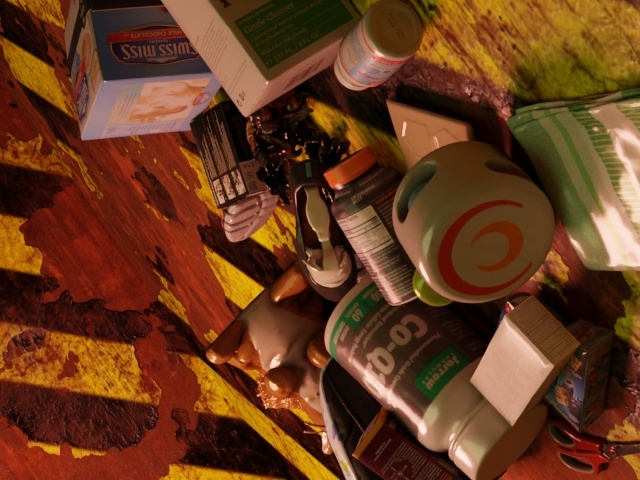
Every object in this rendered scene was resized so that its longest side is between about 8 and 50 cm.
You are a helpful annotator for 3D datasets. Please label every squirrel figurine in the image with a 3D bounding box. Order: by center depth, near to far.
[{"bbox_3d":[-0.028,0.274,2.307,0.370,0.281,0.397,45,172,-2],"label":"squirrel figurine"}]

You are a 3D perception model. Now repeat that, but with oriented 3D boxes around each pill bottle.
[{"bbox_3d":[0.076,-0.268,1.477,0.087,0.087,0.160,55,159,0],"label":"pill bottle"},{"bbox_3d":[0.104,-0.029,1.700,0.245,0.130,0.130,58,158,-7],"label":"pill bottle"},{"bbox_3d":[0.193,0.224,1.777,0.361,0.204,0.204,41,154,30],"label":"pill bottle"}]

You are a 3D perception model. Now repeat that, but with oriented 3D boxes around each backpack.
[{"bbox_3d":[0.136,0.349,1.992,0.355,0.290,0.273,59,173,9],"label":"backpack"}]

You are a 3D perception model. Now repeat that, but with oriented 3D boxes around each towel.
[{"bbox_3d":[0.370,-0.064,1.231,0.248,0.038,0.325,60,158,-13],"label":"towel"}]

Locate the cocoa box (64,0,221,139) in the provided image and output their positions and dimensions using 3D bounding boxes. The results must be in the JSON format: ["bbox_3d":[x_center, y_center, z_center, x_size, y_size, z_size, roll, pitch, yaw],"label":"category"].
[{"bbox_3d":[-0.324,-0.342,1.913,0.347,0.231,0.228,148,113,-68],"label":"cocoa box"}]

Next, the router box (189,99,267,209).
[{"bbox_3d":[-0.174,-0.159,1.966,0.133,0.046,0.179,-20,88,55],"label":"router box"}]

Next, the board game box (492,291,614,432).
[{"bbox_3d":[0.353,0.160,1.552,0.194,0.060,0.194,45,155,24],"label":"board game box"}]

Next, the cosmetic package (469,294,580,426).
[{"bbox_3d":[0.294,0.180,1.536,0.099,0.060,0.239,50,157,20],"label":"cosmetic package"}]

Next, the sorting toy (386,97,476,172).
[{"bbox_3d":[0.185,-0.110,1.552,0.208,0.038,0.193,32,149,53],"label":"sorting toy"}]

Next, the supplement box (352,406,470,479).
[{"bbox_3d":[0.157,0.375,1.785,0.188,0.081,0.104,36,-169,4],"label":"supplement box"}]

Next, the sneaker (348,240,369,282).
[{"bbox_3d":[0.062,0.021,1.962,0.224,0.083,0.098,-170,78,-64],"label":"sneaker"}]

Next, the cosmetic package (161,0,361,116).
[{"bbox_3d":[-0.130,-0.397,1.574,0.365,0.197,0.155,54,158,1],"label":"cosmetic package"}]

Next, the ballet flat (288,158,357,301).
[{"bbox_3d":[0.000,0.000,1.774,0.096,0.095,0.280,-99,-7,-64],"label":"ballet flat"}]

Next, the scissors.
[{"bbox_3d":[0.457,0.335,1.647,0.109,0.021,0.297,63,156,-11],"label":"scissors"}]

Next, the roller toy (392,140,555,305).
[{"bbox_3d":[0.201,-0.029,1.400,0.146,0.209,0.191,-117,10,-55],"label":"roller toy"}]

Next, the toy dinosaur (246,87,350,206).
[{"bbox_3d":[-0.063,-0.187,1.859,0.218,0.164,0.322,56,-178,39],"label":"toy dinosaur"}]

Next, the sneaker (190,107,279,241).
[{"bbox_3d":[-0.178,-0.151,2.147,0.180,0.124,0.321,48,146,28],"label":"sneaker"}]
